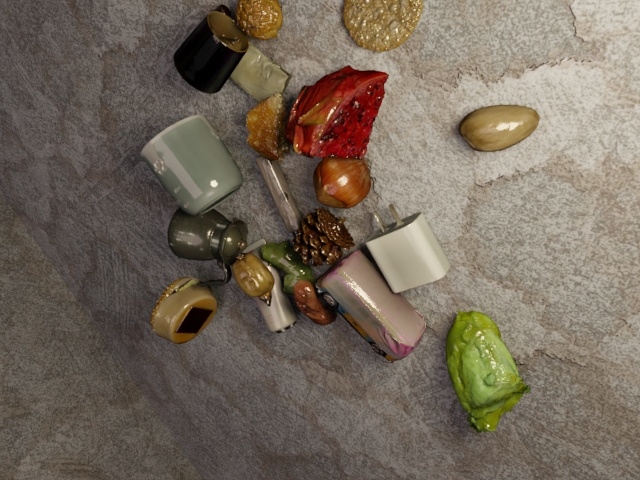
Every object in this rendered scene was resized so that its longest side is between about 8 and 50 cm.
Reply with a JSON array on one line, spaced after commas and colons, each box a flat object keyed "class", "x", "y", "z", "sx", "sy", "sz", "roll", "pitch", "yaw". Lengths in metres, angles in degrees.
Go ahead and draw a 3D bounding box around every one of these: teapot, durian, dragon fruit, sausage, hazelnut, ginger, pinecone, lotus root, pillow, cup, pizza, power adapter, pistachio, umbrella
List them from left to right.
[{"class": "cup", "x": -0.446, "y": -0.241, "z": 1.585, "sx": 0.274, "sy": 0.259, "sz": 0.357, "roll": 56, "pitch": 160, "yaw": -5}, {"class": "cup", "x": -0.337, "y": -0.593, "z": 1.325, "sx": 0.177, "sy": 0.166, "sz": 0.239, "roll": -33, "pitch": 79, "yaw": 39}, {"class": "teapot", "x": -0.414, "y": 0.022, "z": 1.671, "sx": 0.285, "sy": 0.223, "sz": 0.305, "roll": 13, "pitch": 77, "yaw": 18}, {"class": "lotus root", "x": -0.237, "y": 0.142, "z": 1.617, "sx": 0.221, "sy": 0.125, "sz": 0.118, "roll": 55, "pitch": 166, "yaw": -1}, {"class": "pillow", "x": -0.203, "y": -0.522, "z": 1.387, "sx": 0.230, "sy": 0.050, "sz": 0.148, "roll": 43, "pitch": 123, "yaw": 10}, {"class": "pizza", "x": -0.161, "y": -0.362, "z": 1.394, "sx": 0.147, "sy": 0.069, "sz": 0.226, "roll": 15, "pitch": 124, "yaw": 23}, {"class": "umbrella", "x": -0.127, "y": -0.142, "z": 1.525, "sx": 0.073, "sy": 0.067, "sz": 0.337, "roll": -14, "pitch": 106, "yaw": 40}, {"class": "ginger", "x": -0.105, "y": 0.122, "z": 1.633, "sx": 0.137, "sy": 0.089, "sz": 0.290, "roll": -32, "pitch": 95, "yaw": 34}, {"class": "sausage", "x": -0.023, "y": 0.231, "z": 1.546, "sx": 0.079, "sy": 0.087, "sz": 0.326, "roll": 61, "pitch": -179, "yaw": 33}, {"class": "pinecone", "x": 0.002, "y": 0.000, "z": 1.454, "sx": 0.212, "sy": 0.169, "sz": 0.185, "roll": -56, "pitch": 49, "yaw": 49}, {"class": "dragon fruit", "x": 0.006, "y": -0.328, "z": 1.261, "sx": 0.330, "sy": 0.302, "sz": 0.240, "roll": 21, "pitch": 142, "yaw": 53}, {"class": "hazelnut", "x": 0.062, "y": -0.180, "z": 1.325, "sx": 0.182, "sy": 0.182, "sz": 0.182, "roll": 15, "pitch": 121, "yaw": 26}, {"class": "power adapter", "x": 0.246, "y": 0.012, "z": 1.335, "sx": 0.187, "sy": 0.124, "sz": 0.255, "roll": -24, "pitch": 101, "yaw": 37}, {"class": "durian", "x": 0.488, "y": 0.375, "z": 1.316, "sx": 0.256, "sy": 0.204, "sz": 0.339, "roll": 97, "pitch": 159, "yaw": -60}, {"class": "pistachio", "x": 0.433, "y": -0.276, "z": 1.085, "sx": 0.186, "sy": 0.126, "sz": 0.108, "roll": 2, "pitch": 158, "yaw": 28}]

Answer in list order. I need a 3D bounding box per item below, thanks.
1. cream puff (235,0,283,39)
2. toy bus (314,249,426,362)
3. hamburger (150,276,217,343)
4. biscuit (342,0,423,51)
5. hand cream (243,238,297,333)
[{"class": "cream puff", "x": -0.183, "y": -0.646, "z": 1.274, "sx": 0.144, "sy": 0.103, "sz": 0.126, "roll": 35, "pitch": 129, "yaw": 20}, {"class": "toy bus", "x": 0.174, "y": 0.216, "z": 1.435, "sx": 0.386, "sy": 0.171, "sz": 0.162, "roll": 46, "pitch": 153, "yaw": 3}, {"class": "hamburger", "x": -0.586, "y": 0.297, "z": 1.898, "sx": 0.170, "sy": 0.302, "sz": 0.302, "roll": 34, "pitch": 128, "yaw": 23}, {"class": "biscuit", "x": 0.156, "y": -0.598, "z": 1.131, "sx": 0.220, "sy": 0.033, "sz": 0.219, "roll": 13, "pitch": 119, "yaw": 25}, {"class": "hand cream", "x": -0.211, "y": 0.183, "z": 1.728, "sx": 0.185, "sy": 0.118, "sz": 0.358, "roll": -25, "pitch": 90, "yaw": 37}]
